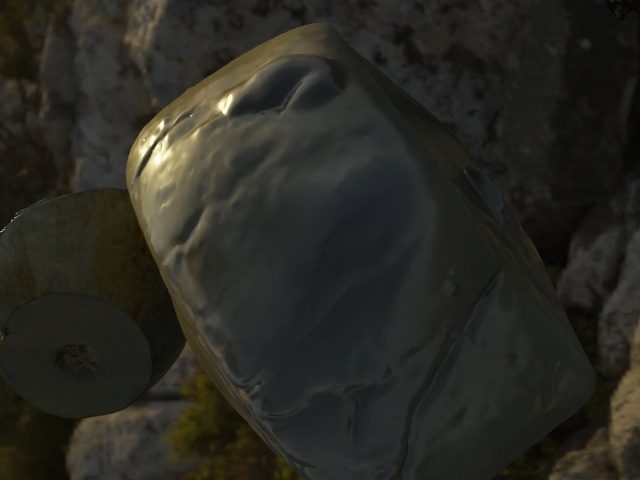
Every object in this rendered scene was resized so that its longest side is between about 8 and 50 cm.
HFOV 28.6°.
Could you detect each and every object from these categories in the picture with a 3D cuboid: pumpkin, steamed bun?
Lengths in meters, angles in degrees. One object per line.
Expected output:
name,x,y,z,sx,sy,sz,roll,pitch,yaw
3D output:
pumpkin,-0.195,0.072,1.100,0.217,0.217,0.110,-54,35,24
steamed bun,0.000,0.001,0.889,0.247,0.236,0.383,-36,49,7

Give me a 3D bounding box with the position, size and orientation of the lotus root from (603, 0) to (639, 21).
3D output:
lotus root,0.273,-0.288,1.085,0.190,0.094,0.108,-66,14,-4
